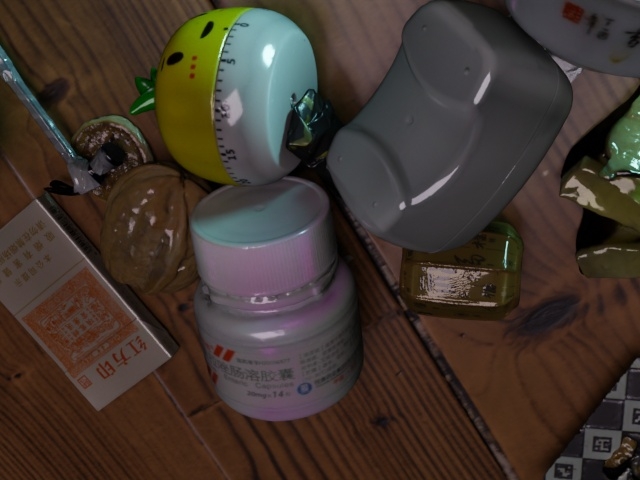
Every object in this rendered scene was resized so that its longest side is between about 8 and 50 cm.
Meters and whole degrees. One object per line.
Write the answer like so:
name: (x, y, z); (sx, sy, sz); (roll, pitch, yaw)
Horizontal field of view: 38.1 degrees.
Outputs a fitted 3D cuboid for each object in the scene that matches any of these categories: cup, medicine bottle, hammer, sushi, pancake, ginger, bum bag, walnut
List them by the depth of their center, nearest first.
cup: (0.375, -0.331, 1.199); (0.347, 0.347, 0.163); (22, 136, 4)
ginger: (0.541, -0.072, 1.299); (0.414, 0.211, 0.358); (-19, 102, 18)
bum bag: (0.014, -0.142, 1.399); (0.060, 0.232, 0.106); (12, 77, 28)
medicine bottle: (-0.070, 0.087, 1.431); (0.256, 0.256, 0.324); (1, 124, 12)
walnut: (-0.259, -0.017, 1.502); (0.198, 0.198, 0.245); (28, 120, 1)
sushi: (0.559, 0.356, 1.527); (0.294, 0.059, 0.292); (28, 112, 1)
hammer: (-0.494, -0.261, 1.529); (0.152, 0.044, 0.426); (-31, 95, 27)
pancake: (-0.353, -0.134, 1.564); (0.158, 0.028, 0.158); (4, 108, 13)

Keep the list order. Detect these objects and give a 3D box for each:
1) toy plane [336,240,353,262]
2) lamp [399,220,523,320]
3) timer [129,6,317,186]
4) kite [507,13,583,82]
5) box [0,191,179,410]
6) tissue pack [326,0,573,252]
toy plane: (0.000, 0.000, 1.536); (0.049, 0.031, 0.120); (-38, 95, 13)
lamp: (0.217, 0.044, 1.439); (0.185, 0.161, 0.161); (3, 110, 8)
timer: (-0.163, -0.215, 1.376); (0.285, 0.285, 0.285); (4, 110, 11)
kite: (0.276, -0.217, 1.406); (0.141, 0.015, 0.245); (36, 113, -1)
box: (-0.443, 0.115, 1.661); (0.205, 0.051, 0.365); (-36, 99, 21)
tissue pack: (0.189, -0.151, 1.298); (0.333, 0.236, 0.229); (-57, 47, 27)
